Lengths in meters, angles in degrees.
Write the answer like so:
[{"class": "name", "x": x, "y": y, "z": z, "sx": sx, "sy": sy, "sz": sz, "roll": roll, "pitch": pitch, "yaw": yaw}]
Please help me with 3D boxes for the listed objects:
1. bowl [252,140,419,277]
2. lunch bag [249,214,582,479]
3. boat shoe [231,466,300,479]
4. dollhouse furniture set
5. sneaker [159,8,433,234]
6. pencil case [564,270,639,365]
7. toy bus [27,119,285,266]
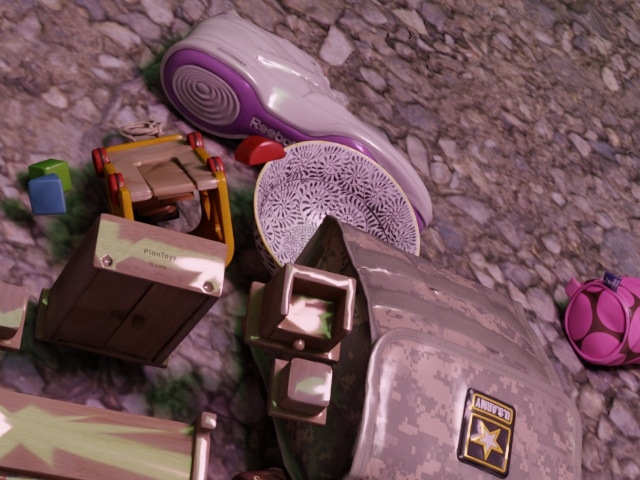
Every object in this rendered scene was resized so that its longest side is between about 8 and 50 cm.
[{"class": "bowl", "x": 0.000, "y": 0.000, "z": 1.847, "sx": 0.170, "sy": 0.080, "sz": 0.170, "roll": 14, "pitch": 56, "yaw": -21}, {"class": "lunch bag", "x": 0.088, "y": 0.144, "z": 1.678, "sx": 0.235, "sy": 0.169, "sz": 0.287, "roll": 24, "pitch": 27, "yaw": -29}, {"class": "boat shoe", "x": -0.010, "y": 0.269, "z": 1.575, "sx": 0.073, "sy": 0.073, "sz": 0.207, "roll": 14, "pitch": 33, "yaw": -49}, {"class": "dollhouse furniture set", "x": -0.148, "y": 0.185, "z": 1.515, "sx": 0.303, "sy": 0.174, "sz": 0.356, "roll": 13, "pitch": 64, "yaw": -16}, {"class": "sneaker", "x": -0.005, "y": -0.122, "z": 1.952, "sx": 0.305, "sy": 0.114, "sz": 0.152, "roll": 38, "pitch": 37, "yaw": -5}, {"class": "pencil case", "x": 0.351, "y": 0.077, "z": 2.108, "sx": 0.209, "sy": 0.095, "sz": 0.098, "roll": 2, "pitch": 36, "yaw": -45}, {"class": "toy bus", "x": -0.138, "y": -0.028, "z": 1.736, "sx": 0.202, "sy": 0.191, "sz": 0.104, "roll": -30, "pitch": 118, "yaw": -53}]
